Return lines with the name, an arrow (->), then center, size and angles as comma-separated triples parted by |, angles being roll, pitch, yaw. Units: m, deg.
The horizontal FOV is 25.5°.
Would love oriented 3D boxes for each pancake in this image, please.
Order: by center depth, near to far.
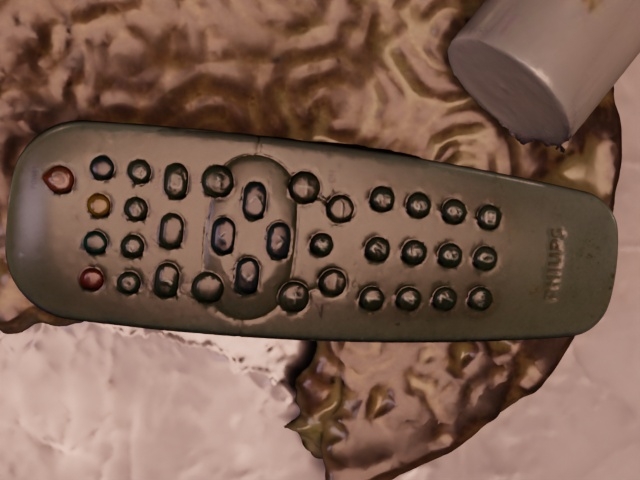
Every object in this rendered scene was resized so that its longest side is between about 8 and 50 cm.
pancake -> -0.021, -0.038, 0.541 | 0.288, 0.033, 0.286 | -14, 99, -11

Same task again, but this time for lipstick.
lipstick -> 0.148, -0.149, 0.538 | 0.059, 0.059, 0.264 | 43, 76, -12

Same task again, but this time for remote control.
remote control -> 0.000, 0.000, 0.511 | 0.222, 0.042, 0.072 | 5, 94, -12
